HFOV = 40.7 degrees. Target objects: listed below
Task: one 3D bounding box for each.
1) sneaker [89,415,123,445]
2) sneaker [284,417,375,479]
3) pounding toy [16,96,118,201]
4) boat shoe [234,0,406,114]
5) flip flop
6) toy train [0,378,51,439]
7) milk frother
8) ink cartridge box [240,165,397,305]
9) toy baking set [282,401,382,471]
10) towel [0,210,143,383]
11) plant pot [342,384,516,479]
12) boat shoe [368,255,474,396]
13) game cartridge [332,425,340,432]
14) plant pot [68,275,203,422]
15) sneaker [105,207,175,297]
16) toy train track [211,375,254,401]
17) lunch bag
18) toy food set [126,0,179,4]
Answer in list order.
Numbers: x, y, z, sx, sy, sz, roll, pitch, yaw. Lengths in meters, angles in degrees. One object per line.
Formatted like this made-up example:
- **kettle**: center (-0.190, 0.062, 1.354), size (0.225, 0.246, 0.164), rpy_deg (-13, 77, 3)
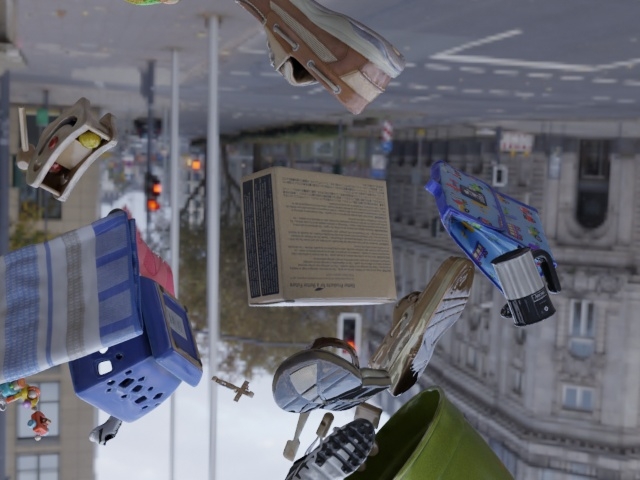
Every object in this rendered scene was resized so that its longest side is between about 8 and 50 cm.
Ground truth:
- **sneaker**: center (-0.462, 0.418, 1.926), size (0.044, 0.040, 0.109), rpy_deg (25, -131, 27)
- **sneaker**: center (-0.002, 0.397, 1.514), size (0.078, 0.234, 0.106), rpy_deg (45, 171, -10)
- **pounding toy**: center (-0.543, -0.187, 1.731), size (0.269, 0.154, 0.155), rpy_deg (-27, 137, 35)
- **boat shoe**: center (-0.027, -0.278, 1.205), size (0.324, 0.116, 0.123), rpy_deg (39, -169, 39)
- **flip flop**: center (0.015, 0.168, 1.115), size (0.112, 0.080, 0.277), rpy_deg (-26, 160, 18)
- **toy train**: center (-0.651, 0.361, 1.912), size (0.046, 0.166, 0.125), rpy_deg (-28, -134, 5)
- **milk frother**: center (0.381, 0.088, 1.684), size (0.143, 0.135, 0.129), rpy_deg (-17, -173, 45)
- **ink cartridge box**: center (0.000, 0.000, 1.278), size (0.235, 0.193, 0.088), rpy_deg (4, 169, -44)
- **toy baking set**: center (0.019, 0.420, 1.909), size (0.256, 0.197, 0.030), rpy_deg (-8, 180, 23)
- **towel**: center (-0.382, 0.083, 1.190), size (0.285, 0.209, 0.034), rpy_deg (-18, 145, 8)
- **plant pot**: center (0.260, 0.554, 1.769), size (0.353, 0.366, 0.366), rpy_deg (41, -175, -1)
- **boat shoe**: center (0.194, 0.160, 1.751), size (0.121, 0.341, 0.110), rpy_deg (-5, -141, -50)
- **game cartridge**: center (0.056, 0.391, 1.658), size (0.017, 0.083, 0.056), rpy_deg (-43, 176, -8)
- **plant pot**: center (-0.389, 0.220, 1.823), size (0.212, 0.236, 0.236), rpy_deg (-23, 150, 6)
- **sneaker**: center (-0.433, 0.066, 2.090), size (0.116, 0.314, 0.136), rpy_deg (-10, -169, 42)
- **toy train track**: center (-0.158, 0.261, 1.548), size (0.083, 0.014, 0.048), rpy_deg (20, -132, 13)
- **lunch bag**: center (0.332, -0.042, 1.826), size (0.293, 0.138, 0.221), rpy_deg (34, -152, -19)
- **toy food set**: center (-0.275, -0.402, 1.389), size (0.132, 0.038, 0.192), rpy_deg (-10, -167, -35)
